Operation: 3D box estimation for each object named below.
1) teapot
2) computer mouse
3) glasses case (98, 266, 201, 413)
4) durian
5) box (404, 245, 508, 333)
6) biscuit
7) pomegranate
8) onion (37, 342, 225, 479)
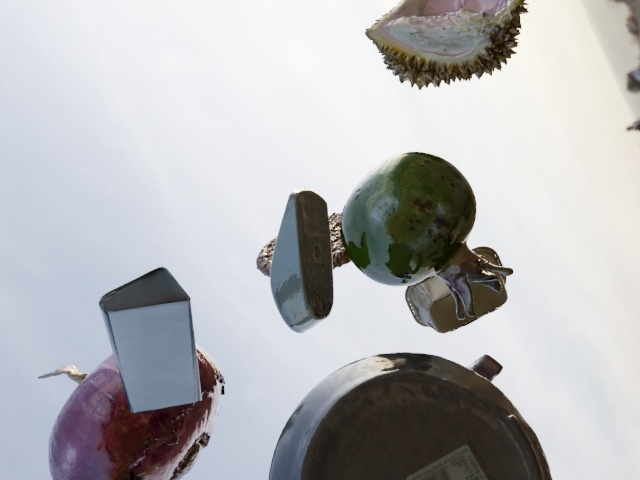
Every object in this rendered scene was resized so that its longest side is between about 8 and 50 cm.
[{"bbox_3d":[0.086,0.250,0.717,0.253,0.300,0.344,40,162,10],"label":"teapot"},{"bbox_3d":[-0.033,0.030,1.074,0.128,0.079,0.231,13,-105,-66],"label":"computer mouse"},{"bbox_3d":[-0.217,0.138,0.893,0.266,0.105,0.056,98,160,-50],"label":"glasses case"},{"bbox_3d":[0.217,-0.326,1.074,0.138,0.249,0.183,55,-132,-37],"label":"durian"},{"bbox_3d":[0.234,0.085,1.155,0.111,0.177,0.111,63,-178,-4],"label":"box"},{"bbox_3d":[0.000,0.000,1.495,0.305,0.305,0.038,-57,-48,-60],"label":"biscuit"},{"bbox_3d":[0.133,-0.004,0.861,0.224,0.181,0.181,48,-156,11],"label":"pomegranate"},{"bbox_3d":[-0.353,0.327,1.282,0.345,0.358,0.358,48,-151,-7],"label":"onion"}]
